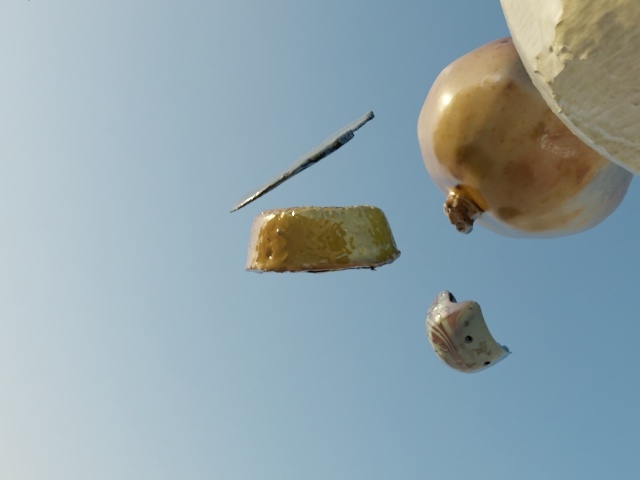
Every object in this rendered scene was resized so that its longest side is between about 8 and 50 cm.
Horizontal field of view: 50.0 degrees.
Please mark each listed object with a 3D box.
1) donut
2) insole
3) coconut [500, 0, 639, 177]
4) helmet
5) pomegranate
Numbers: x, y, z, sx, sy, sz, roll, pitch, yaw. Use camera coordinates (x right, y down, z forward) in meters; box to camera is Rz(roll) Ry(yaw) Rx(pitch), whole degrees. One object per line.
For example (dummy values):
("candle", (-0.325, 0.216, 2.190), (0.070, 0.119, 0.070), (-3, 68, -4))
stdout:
("donut", (0.001, 0.000, 1.154), (0.277, 0.277, 0.109), (-4, -92, 43))
("insole", (-0.008, -0.081, 0.640), (0.119, 0.348, 0.009), (-29, -82, 20))
("coconut", (0.300, -0.203, 0.508), (0.346, 0.346, 0.360), (43, -40, -4))
("helmet", (0.254, 0.182, 1.274), (0.153, 0.107, 0.177), (49, -12, -20))
("pomegranate", (0.367, -0.177, 1.285), (0.411, 0.411, 0.412), (23, -40, 21))
